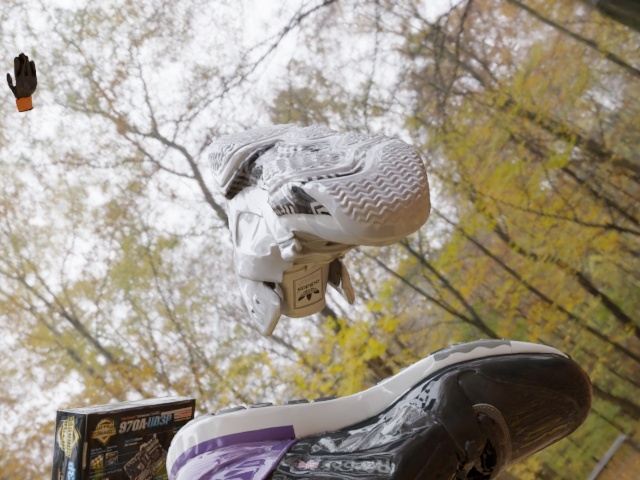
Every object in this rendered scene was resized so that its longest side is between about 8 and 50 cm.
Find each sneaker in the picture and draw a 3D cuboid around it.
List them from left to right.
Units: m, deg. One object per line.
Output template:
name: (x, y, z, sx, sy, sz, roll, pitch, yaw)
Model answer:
sneaker: (0.000, 0.000, 0.776, 0.137, 0.366, 0.210, -19, -69, -23)
sneaker: (0.048, 0.157, 0.469, 0.283, 0.124, 0.107, -16, -57, -2)

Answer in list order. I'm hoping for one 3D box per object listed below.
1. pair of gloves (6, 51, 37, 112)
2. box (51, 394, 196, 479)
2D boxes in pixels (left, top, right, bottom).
pair of gloves: (-0.353, -0.169, 0.833, 0.083, 0.010, 0.074, -25, -39, -38)
box: (-0.245, 0.295, 0.958, 0.220, 0.051, 0.175, 12, -100, -64)
